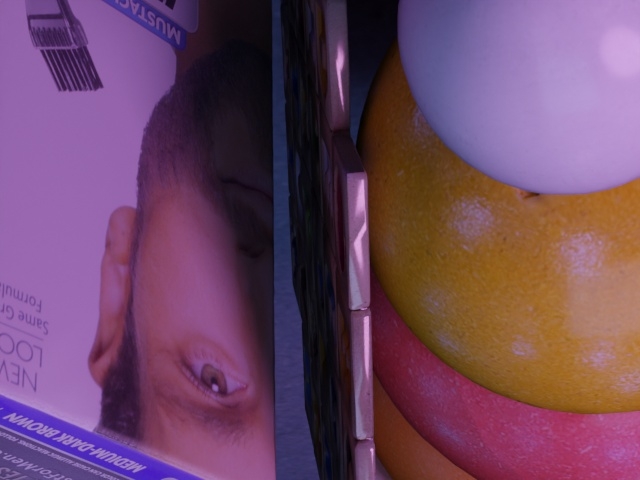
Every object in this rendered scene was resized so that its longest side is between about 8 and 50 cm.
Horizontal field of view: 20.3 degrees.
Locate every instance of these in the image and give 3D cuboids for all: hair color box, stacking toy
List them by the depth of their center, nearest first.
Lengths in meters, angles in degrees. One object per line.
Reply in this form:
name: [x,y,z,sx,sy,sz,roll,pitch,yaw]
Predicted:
stacking toy: [0.121,-0.015,0.781,0.350,0.351,0.480,-8,163,13]
hair color box: [-0.112,-0.052,0.791,0.110,0.339,0.185,-19,148,32]

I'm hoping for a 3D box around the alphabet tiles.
alphabet tiles: [0.000,0.000,0.871,0.011,0.342,0.285,-3,109,-5]
